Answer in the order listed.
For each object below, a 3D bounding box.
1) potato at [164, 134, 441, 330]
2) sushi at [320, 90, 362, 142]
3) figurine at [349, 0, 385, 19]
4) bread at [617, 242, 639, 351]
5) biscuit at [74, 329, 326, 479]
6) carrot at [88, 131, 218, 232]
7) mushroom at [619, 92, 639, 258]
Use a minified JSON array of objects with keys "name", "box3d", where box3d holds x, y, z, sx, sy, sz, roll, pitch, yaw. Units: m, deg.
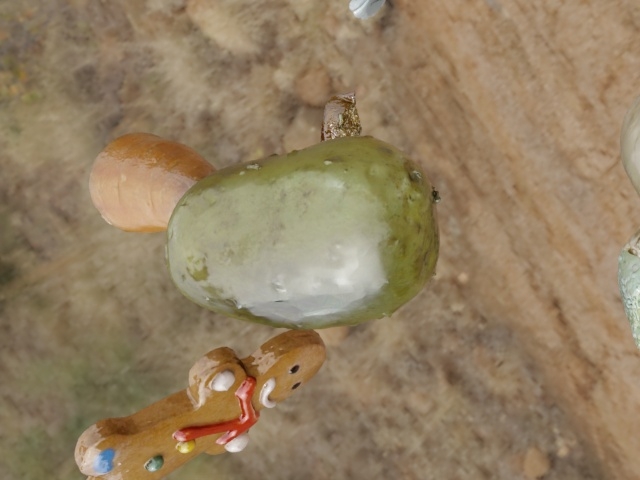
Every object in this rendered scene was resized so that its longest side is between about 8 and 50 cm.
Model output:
[{"name":"potato","box3d":[-0.018,-0.004,1.215,0.307,0.173,0.210,-6,143,17]},{"name":"sushi","box3d":[0.032,-0.160,1.632,0.060,0.061,0.118,19,139,17]},{"name":"figurine","box3d":[0.052,-0.360,1.581,0.086,0.094,0.082,40,139,20]},{"name":"bread","box3d":[0.440,0.077,1.558,0.064,0.232,0.172,-14,89,13]},{"name":"biscuit","box3d":[-0.127,0.199,1.311,0.049,0.324,0.205,49,154,28]},{"name":"carrot","box3d":[-0.223,-0.071,1.708,0.225,0.159,0.159,17,134,53]},{"name":"mushroom","box3d":[0.332,-0.033,0.933,0.226,0.226,0.178,44,121,14]}]
